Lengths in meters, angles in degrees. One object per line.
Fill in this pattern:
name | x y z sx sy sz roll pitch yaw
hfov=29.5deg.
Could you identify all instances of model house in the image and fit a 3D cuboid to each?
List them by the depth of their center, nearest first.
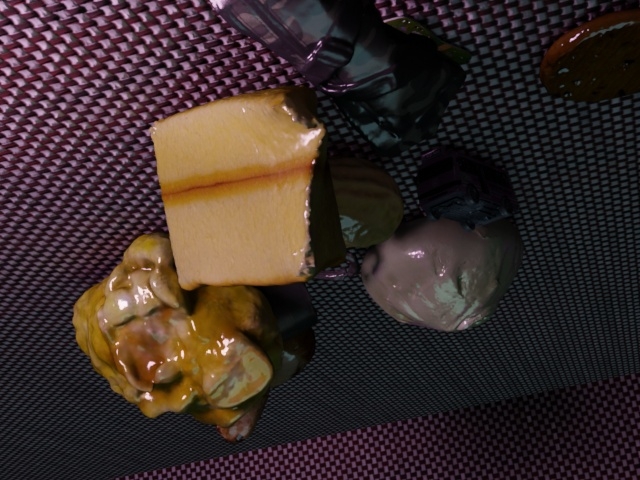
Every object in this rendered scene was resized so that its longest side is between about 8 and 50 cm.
model house | 0.109 -0.195 1.500 0.117 0.088 0.167 -21 156 32

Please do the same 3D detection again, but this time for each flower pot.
flower pot | -0.068 0.111 2.165 0.106 0.157 0.157 -19 159 -2

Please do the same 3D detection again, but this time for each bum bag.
bum bag | 0.032 -0.212 1.333 0.144 0.095 0.340 -34 129 23

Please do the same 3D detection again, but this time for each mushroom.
mushroom | -0.127 0.237 2.413 0.267 0.255 0.267 -26 180 0

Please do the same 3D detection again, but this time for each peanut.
peanut | -0.025 -0.058 1.745 0.305 0.147 0.147 4 156 -28

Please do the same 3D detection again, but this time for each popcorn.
popcorn | -0.222 0.146 2.022 0.334 0.293 0.292 27 108 -22

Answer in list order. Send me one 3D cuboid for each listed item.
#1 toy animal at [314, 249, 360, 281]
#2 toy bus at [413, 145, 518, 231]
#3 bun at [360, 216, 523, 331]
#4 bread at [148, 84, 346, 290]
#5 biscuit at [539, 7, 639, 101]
toy animal | 0.000 0.000 2.013 0.232 0.085 0.148 -17 142 37
toy bus | 0.219 -0.078 1.852 0.086 0.098 0.178 -22 159 34
bun | 0.221 0.073 2.119 0.293 0.187 0.293 -6 162 -2
bread | -0.096 -0.058 1.416 0.244 0.233 0.361 -10 -178 4
biscuit | 0.383 -0.240 1.568 0.212 0.036 0.212 -8 158 -3
